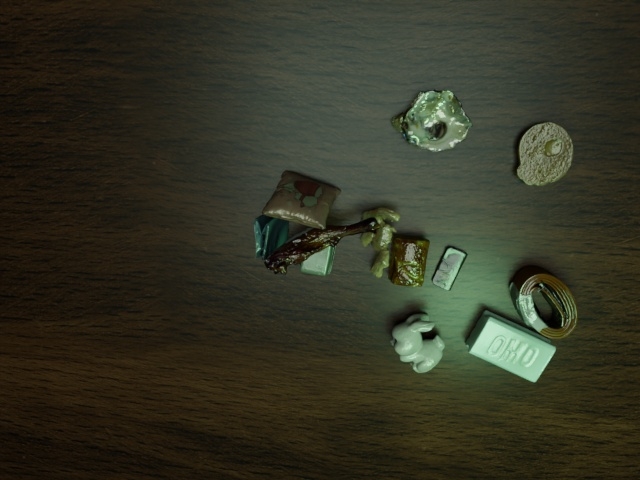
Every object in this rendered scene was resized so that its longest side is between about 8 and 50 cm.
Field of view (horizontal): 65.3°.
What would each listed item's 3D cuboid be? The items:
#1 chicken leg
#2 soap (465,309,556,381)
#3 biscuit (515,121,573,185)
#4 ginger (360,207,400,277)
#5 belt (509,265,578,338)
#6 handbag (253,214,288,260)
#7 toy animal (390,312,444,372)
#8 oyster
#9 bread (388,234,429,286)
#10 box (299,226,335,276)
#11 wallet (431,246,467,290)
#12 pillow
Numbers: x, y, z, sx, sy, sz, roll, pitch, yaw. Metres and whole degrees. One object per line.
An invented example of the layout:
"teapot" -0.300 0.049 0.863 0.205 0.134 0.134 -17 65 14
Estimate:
"chicken leg" 0.000 0.000 1.664 0.406 0.158 0.096 -22 106 3
"soap" 0.688 0.384 1.818 0.265 0.087 0.160 25 105 -1
"biscuit" 0.743 -0.289 1.666 0.180 0.049 0.208 -3 104 7
"ginger" 0.198 0.002 1.776 0.149 0.065 0.259 23 116 37
"belt" 0.786 0.221 1.762 0.184 0.105 0.261 -37 100 11
"handbag" -0.167 -0.025 1.737 0.057 0.221 0.144 6 106 14
"toy animal" 0.361 0.375 1.830 0.178 0.127 0.193 -30 98 10
"oyster" 0.377 -0.392 1.664 0.214 0.083 0.223 -41 102 17
"bread" 0.312 0.073 1.772 0.131 0.103 0.172 7 100 4
"box" -0.013 0.048 1.805 0.123 0.093 0.172 10 105 3
"wallet" 0.465 0.101 1.808 0.082 0.018 0.157 23 106 0
"pillow" -0.059 -0.138 1.712 0.223 0.236 0.084 18 138 6
